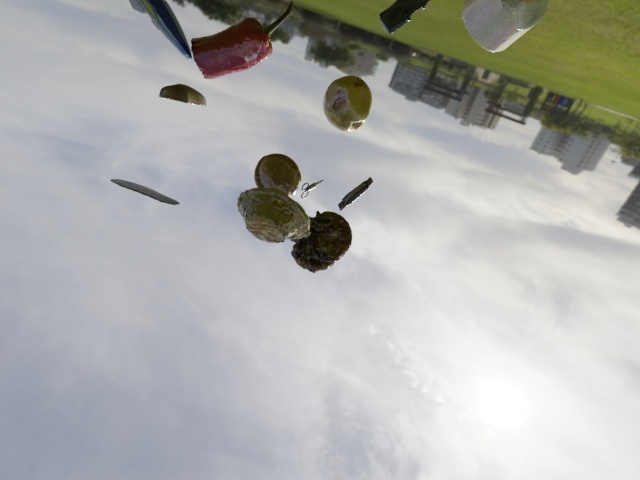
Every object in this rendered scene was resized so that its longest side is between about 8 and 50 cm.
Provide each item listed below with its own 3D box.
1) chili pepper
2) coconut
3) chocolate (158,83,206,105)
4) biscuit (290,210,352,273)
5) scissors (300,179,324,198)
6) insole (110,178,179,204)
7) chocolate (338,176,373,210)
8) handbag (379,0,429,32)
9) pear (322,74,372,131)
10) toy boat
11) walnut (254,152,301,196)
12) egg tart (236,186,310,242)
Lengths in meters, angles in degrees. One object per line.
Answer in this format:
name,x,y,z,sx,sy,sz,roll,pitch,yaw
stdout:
chili pepper,-0.220,-0.603,1.255,0.337,0.135,0.131,-18,-146,4
coconut,0.597,-0.769,1.359,0.238,0.240,0.244,9,165,-21
chocolate,-0.634,-0.684,1.906,0.156,0.080,0.254,13,-164,7
biscuit,-0.003,-0.003,2.068,0.289,0.334,0.081,38,175,19
scissors,-0.039,-0.273,2.059,0.022,0.086,0.176,28,-136,28
insole,-0.652,-0.183,1.525,0.327,0.007,0.111,22,-164,23
chocolate,0.143,-0.187,1.656,0.028,0.182,0.086,47,-169,-21
handbag,0.382,-1.023,1.824,0.089,0.270,0.175,47,-173,-35
pear,0.140,-0.689,2.076,0.270,0.272,0.271,16,-154,-8
toy boat,-0.479,-0.663,1.196,0.295,0.088,0.129,53,-171,-24
walnut,-0.227,-0.341,2.175,0.256,0.258,0.224,10,-166,-18
egg tart,-0.210,-0.086,1.729,0.340,0.341,0.132,21,-121,2
